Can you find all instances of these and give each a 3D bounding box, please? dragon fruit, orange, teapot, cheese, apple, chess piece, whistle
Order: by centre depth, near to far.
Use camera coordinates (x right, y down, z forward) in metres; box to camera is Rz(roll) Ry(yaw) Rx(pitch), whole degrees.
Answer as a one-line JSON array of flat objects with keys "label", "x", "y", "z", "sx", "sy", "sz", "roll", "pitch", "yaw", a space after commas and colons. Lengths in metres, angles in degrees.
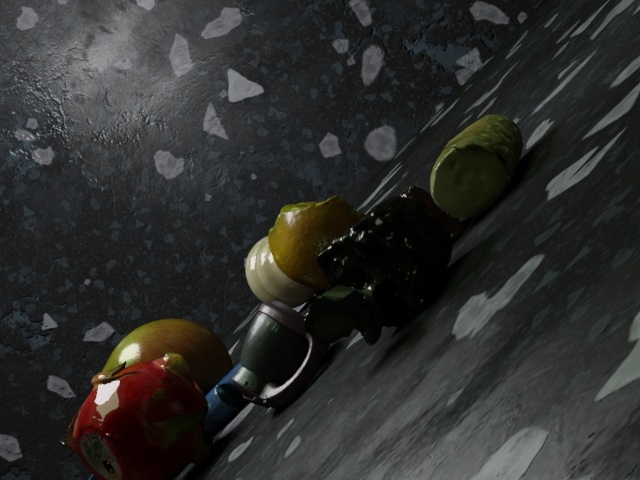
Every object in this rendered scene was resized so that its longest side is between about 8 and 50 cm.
[{"label": "cheese", "x": 0.209, "y": -0.103, "z": 1.749, "sx": 0.123, "sy": 0.094, "sz": 0.167, "roll": -47, "pitch": 3, "yaw": 24}, {"label": "teapot", "x": -0.053, "y": 0.176, "z": 1.871, "sx": 0.146, "sy": 0.148, "sz": 0.116, "roll": -58, "pitch": -31, "yaw": -5}, {"label": "dragon fruit", "x": -0.278, "y": 0.294, "z": 2.072, "sx": 0.227, "sy": 0.224, "sz": 0.224, "roll": -28, "pitch": -8, "yaw": -37}, {"label": "whistle", "x": -0.105, "y": 0.213, "z": 2.190, "sx": 0.304, "sy": 0.062, "sz": 0.062, "roll": -45, "pitch": 4, "yaw": 25}, {"label": "orange", "x": 0.000, "y": 0.005, "z": 2.283, "sx": 0.237, "sy": 0.179, "sz": 0.158, "roll": 179, "pitch": 102, "yaw": -75}, {"label": "apple", "x": -0.278, "y": 0.258, "z": 2.345, "sx": 0.261, "sy": 0.194, "sz": 0.261, "roll": -52, "pitch": -23, "yaw": -33}, {"label": "chess piece", "x": -0.019, "y": 0.026, "z": 2.543, "sx": 0.167, "sy": 0.167, "sz": 0.300, "roll": -49, "pitch": 8, "yaw": -28}]

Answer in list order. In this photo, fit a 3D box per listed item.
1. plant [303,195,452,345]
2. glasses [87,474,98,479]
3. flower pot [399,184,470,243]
[{"label": "plant", "x": 0.068, "y": 0.040, "z": 1.559, "sx": 0.142, "sy": 0.131, "sz": 0.203, "roll": -39, "pitch": 9, "yaw": 42}, {"label": "glasses", "x": -0.338, "y": 0.466, "z": 2.188, "sx": 0.239, "sy": 0.102, "sz": 0.207, "roll": -45, "pitch": 32, "yaw": 8}, {"label": "flower pot", "x": 0.136, "y": -0.024, "z": 1.773, "sx": 0.111, "sy": 0.089, "sz": 0.111, "roll": -47, "pitch": 4, "yaw": 4}]
